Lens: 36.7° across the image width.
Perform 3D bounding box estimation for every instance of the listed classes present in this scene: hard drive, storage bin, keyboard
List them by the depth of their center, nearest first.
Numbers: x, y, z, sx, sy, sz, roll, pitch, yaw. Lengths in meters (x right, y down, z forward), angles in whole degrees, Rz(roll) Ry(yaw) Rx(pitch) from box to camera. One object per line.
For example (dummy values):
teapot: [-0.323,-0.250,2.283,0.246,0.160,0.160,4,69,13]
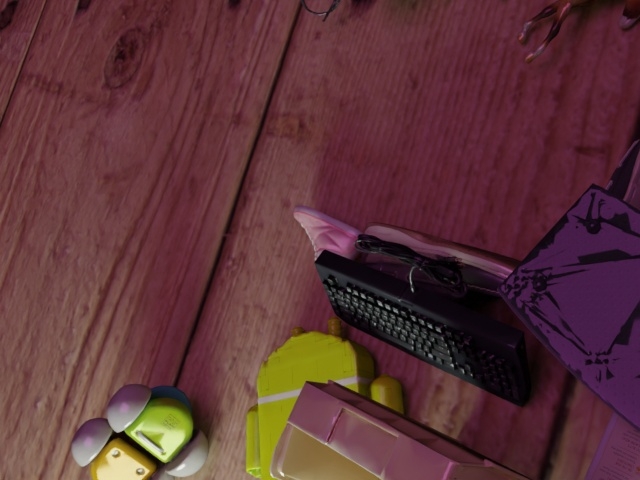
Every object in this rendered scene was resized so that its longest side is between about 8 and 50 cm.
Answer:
hard drive: [0.323,0.079,0.981,0.172,0.054,0.254,-50,58,9]
storage bin: [0.121,0.264,0.985,0.262,0.260,0.123,17,80,55]
keyboard: [0.110,0.079,1.157,0.317,0.201,0.033,21,49,41]

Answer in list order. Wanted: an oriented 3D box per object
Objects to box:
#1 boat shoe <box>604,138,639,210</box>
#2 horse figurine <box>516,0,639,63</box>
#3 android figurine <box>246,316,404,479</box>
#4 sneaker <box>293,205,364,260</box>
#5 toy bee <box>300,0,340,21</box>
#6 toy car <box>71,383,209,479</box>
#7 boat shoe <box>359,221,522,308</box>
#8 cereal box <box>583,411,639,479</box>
boat shoe: [0.350,-0.032,1.098,0.065,0.075,0.206,-106,41,-82]
horse figurine: [0.301,-0.349,1.244,0.174,0.066,0.263,-38,55,28]
android figurine: [-0.002,0.235,1.261,0.248,0.056,0.272,-20,62,32]
sneaker: [0.000,0.000,1.354,0.134,0.051,0.070,26,85,37]
toy bee: [0.103,-0.403,1.358,0.195,0.162,0.298,36,110,-3]
toy car: [-0.255,0.282,1.404,0.182,0.159,0.136,-44,15,17]
boat shoe: [0.159,0.048,1.183,0.285,0.103,0.092,17,93,41]
cereal box: [0.366,0.234,0.973,0.173,0.047,0.240,23,89,43]
